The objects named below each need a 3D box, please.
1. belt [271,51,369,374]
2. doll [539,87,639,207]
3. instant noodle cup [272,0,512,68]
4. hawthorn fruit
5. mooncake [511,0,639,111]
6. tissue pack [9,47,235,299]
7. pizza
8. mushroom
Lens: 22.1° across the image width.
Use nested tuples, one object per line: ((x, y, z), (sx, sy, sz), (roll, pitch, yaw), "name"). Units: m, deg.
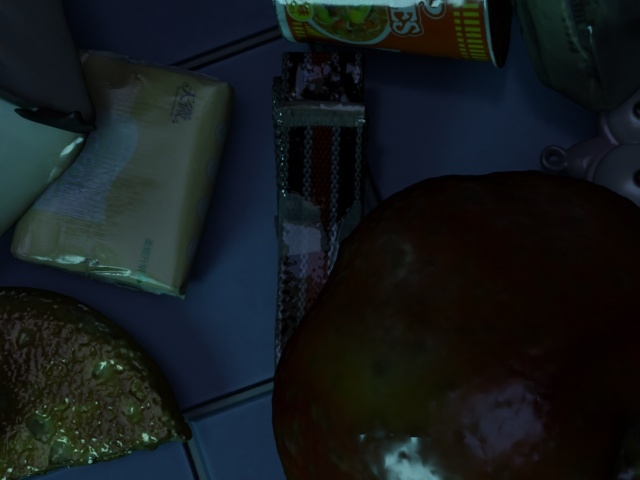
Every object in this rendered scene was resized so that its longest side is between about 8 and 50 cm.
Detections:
((0.000, 0.000, 1.572), (0.094, 0.126, 0.360), (0, 90, -3), "belt")
((0.391, -0.079, 1.545), (0.365, 0.094, 0.160), (-2, 81, 5), "doll")
((0.070, -0.258, 1.568), (0.212, 0.193, 0.193), (1, 84, 14), "instant noodle cup")
((0.178, 0.136, 1.374), (0.402, 0.403, 0.403), (-1, 84, 6), "hawthorn fruit")
((0.273, -0.275, 1.494), (0.254, 0.250, 0.136), (-41, 45, -11), "mooncake")
((-0.193, -0.067, 1.609), (0.186, 0.090, 0.222), (14, 86, 6), "tissue pack")
((-0.265, 0.155, 1.610), (0.292, 0.058, 0.197), (24, 88, 10), "pizza")
((-0.407, -0.179, 1.607), (0.314, 0.224, 0.397), (-47, 48, 35), "mushroom")
